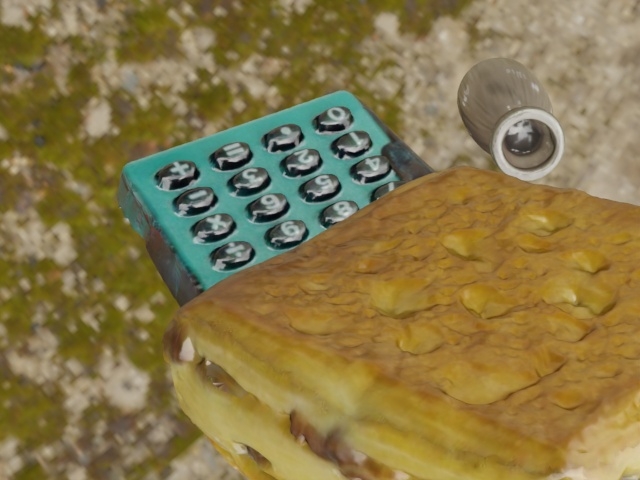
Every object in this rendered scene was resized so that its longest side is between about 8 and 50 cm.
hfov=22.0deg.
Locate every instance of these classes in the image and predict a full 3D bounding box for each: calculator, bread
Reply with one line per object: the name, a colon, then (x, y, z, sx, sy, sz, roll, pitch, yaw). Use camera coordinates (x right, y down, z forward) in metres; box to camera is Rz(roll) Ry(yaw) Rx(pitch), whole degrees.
calculator: (0.000, 0.000, 1.294, 0.248, 0.274, 0.058, -21, 151, -28)
bread: (0.075, 0.058, 0.710, 0.210, 0.235, 0.099, -29, 125, -37)

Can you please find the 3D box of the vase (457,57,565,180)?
vase: (0.112, -0.071, 0.967, 0.053, 0.100, 0.053, -1, 111, -4)
